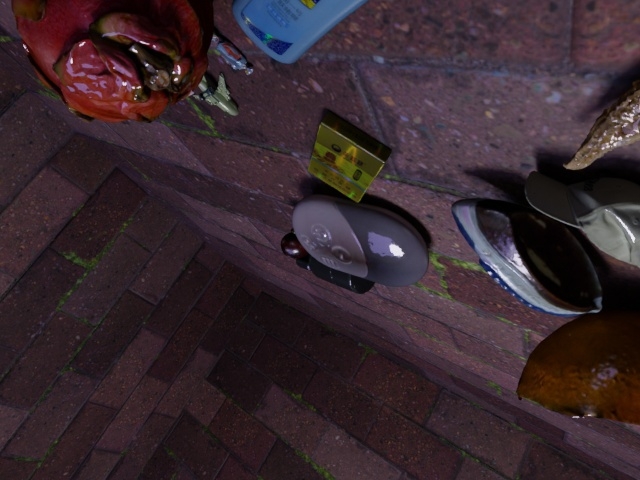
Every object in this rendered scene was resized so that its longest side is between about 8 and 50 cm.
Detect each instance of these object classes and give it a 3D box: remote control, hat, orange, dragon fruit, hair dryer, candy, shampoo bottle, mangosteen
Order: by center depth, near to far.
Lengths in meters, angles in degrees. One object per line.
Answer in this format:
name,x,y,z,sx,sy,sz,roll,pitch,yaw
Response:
shampoo bottle,-0.006,-0.266,0.431,0.104,0.061,0.258,39,163,-24
hat,0.323,-0.037,0.494,0.166,0.081,0.122,40,-151,31
dragon fruit,-0.258,-0.281,0.553,0.250,0.315,0.250,-1,133,-1
orange,0.472,0.225,0.639,0.310,0.274,0.274,-31,126,23
candy,-0.144,-0.295,0.679,0.083,0.020,0.030,39,163,-28
remote control,0.078,0.001,0.940,0.332,0.103,0.221,15,144,30
mangosteen,-0.063,0.007,1.087,0.081,0.081,0.081,30,164,10
hair dryer,0.000,0.000,1.169,0.244,0.116,0.302,15,145,46

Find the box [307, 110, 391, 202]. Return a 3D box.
box,0.044,-0.140,0.765,0.121,0.030,0.193,32,165,1

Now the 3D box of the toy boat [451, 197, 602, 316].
toy boat,0.295,0.025,0.626,0.262,0.114,0.115,39,168,-18

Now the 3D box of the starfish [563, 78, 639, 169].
starfish,0.305,-0.121,0.276,0.299,0.060,0.302,23,149,51

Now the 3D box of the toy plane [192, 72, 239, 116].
toy plane,-0.200,-0.275,0.810,0.102,0.040,0.111,-4,139,48
